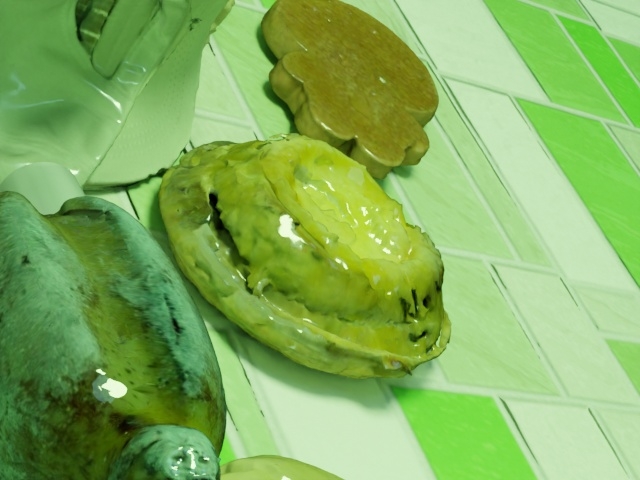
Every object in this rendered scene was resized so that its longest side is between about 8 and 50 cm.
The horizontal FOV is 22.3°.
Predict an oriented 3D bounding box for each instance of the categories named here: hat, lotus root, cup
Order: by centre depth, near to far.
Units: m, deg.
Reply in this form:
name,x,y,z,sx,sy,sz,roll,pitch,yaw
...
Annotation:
name,x,y,z,sx,sy,sz,roll,pitch,yaw
lotus root,-0.135,0.086,0.939,0.158,0.140,0.322,8,28,-31
cup,-0.177,0.011,1.148,0.104,0.074,0.116,43,13,-46
hat,-0.160,-0.175,1.262,0.168,0.258,0.301,39,20,11

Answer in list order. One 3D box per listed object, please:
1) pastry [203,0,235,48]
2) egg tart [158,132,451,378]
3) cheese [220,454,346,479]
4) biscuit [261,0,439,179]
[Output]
name,x,y,z,sx,sy,sz,roll,pitch,yaw
pastry,-0.186,-0.206,1.375,0.258,0.121,0.089,-4,55,-51
egg tart,0.000,0.000,1.321,0.279,0.095,0.279,26,32,-17
cheese,-0.017,0.243,0.950,0.226,0.117,0.214,45,36,3
biscuit,0.030,-0.154,1.617,0.202,0.044,0.288,26,33,-19
